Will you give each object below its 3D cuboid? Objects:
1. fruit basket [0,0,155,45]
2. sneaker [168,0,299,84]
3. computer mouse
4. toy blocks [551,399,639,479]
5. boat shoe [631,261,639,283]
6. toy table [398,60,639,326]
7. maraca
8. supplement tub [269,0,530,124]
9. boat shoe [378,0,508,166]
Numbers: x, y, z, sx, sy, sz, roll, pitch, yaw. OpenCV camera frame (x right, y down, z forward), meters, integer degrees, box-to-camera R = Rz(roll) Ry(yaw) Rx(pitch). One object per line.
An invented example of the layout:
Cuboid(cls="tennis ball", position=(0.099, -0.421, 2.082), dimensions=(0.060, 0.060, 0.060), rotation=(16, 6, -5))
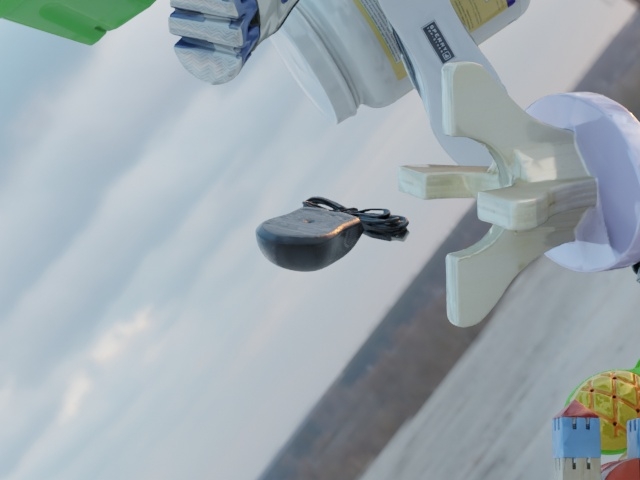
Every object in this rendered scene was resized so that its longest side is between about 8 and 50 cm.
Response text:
Cuboid(cls="fruit basket", position=(-0.331, -0.469, 1.757), dimensions=(0.283, 0.392, 0.392), rotation=(-27, 10, 31))
Cuboid(cls="sneaker", position=(-0.087, -0.351, 1.671), dimensions=(0.182, 0.127, 0.315), rotation=(-40, -39, -49))
Cuboid(cls="computer mouse", position=(0.000, 0.000, 2.265), dimensions=(0.272, 0.188, 0.072), rotation=(-20, -60, -57))
Cuboid(cls="toy blocks", position=(0.424, 0.329, 1.803), dimensions=(0.191, 0.381, 0.261), rotation=(118, 153, -78))
Cuboid(cls="boat shoe", position=(0.388, 0.017, 1.643), dimensions=(0.105, 0.306, 0.113), rotation=(-13, -13, 6))
Cuboid(cls="toy table", position=(0.194, -0.049, 1.431), dimensions=(0.161, 0.252, 0.274), rotation=(-6, 0, -19))
Cuboid(cls="maraca", position=(0.434, 0.233, 2.100), dimensions=(0.186, 0.127, 0.099), rotation=(-28, -30, -8))
Cuboid(cls="supplement tub", position=(0.102, -0.338, 2.091), dimensions=(0.331, 0.241, 0.241), rotation=(-34, -6, -5))
Cuboid(cls="boat shoe", position=(0.157, -0.228, 1.910), dimensions=(0.108, 0.301, 0.102), rotation=(-30, 9, 7))
